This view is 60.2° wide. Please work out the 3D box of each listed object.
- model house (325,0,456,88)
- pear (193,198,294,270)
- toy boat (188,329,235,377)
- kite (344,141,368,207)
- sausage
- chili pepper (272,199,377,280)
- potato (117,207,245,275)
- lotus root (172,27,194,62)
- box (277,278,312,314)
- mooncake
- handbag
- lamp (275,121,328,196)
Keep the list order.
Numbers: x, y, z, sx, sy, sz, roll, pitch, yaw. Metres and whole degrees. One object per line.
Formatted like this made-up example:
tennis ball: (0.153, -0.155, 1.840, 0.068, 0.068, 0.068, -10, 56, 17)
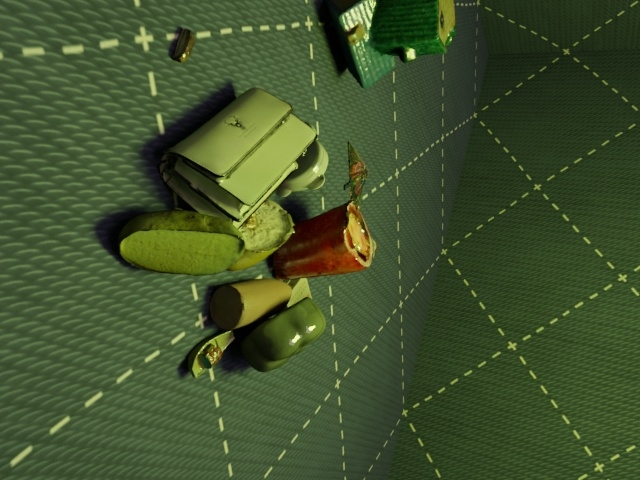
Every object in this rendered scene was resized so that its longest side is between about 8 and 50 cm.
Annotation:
model house: (0.242, -0.710, 1.877, 0.335, 0.382, 0.343, 63, 38, -44)
pear: (-0.214, 0.000, 1.451, 0.267, 0.267, 0.178, -37, 154, -53)
toy boat: (-0.294, 0.301, 1.486, 0.172, 0.066, 0.065, -45, 132, -49)
kite: (0.151, -0.254, 2.216, 0.234, 0.016, 0.321, -35, 127, -53)
sausage: (-0.193, 0.174, 1.581, 0.253, 0.123, 0.123, -4, 100, -61)
chili pepper: (0.000, 0.000, 1.757, 0.251, 0.305, 0.229, -71, 145, -45)
potato: (-0.312, -0.010, 1.245, 0.160, 0.271, 0.111, 115, -30, -47)
lotus root: (-0.313, -0.451, 1.284, 0.030, 0.037, 0.083, 38, 63, -63)
box: (-0.085, 0.223, 1.860, 0.141, 0.058, 0.201, -54, 140, -42)
mooncake: (-0.105, 0.278, 1.620, 0.135, 0.275, 0.275, 55, 31, 8)
handbag: (-0.194, -0.216, 1.374, 0.358, 0.236, 0.160, -53, 180, -43)
lamp: (-0.062, -0.245, 1.669, 0.108, 0.179, 0.246, 52, 32, -58)
